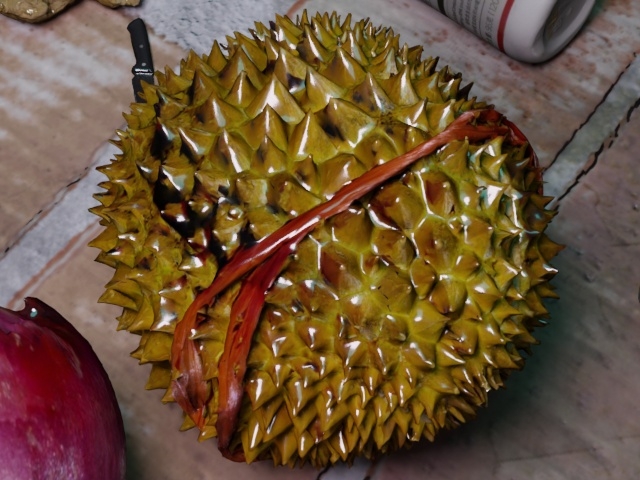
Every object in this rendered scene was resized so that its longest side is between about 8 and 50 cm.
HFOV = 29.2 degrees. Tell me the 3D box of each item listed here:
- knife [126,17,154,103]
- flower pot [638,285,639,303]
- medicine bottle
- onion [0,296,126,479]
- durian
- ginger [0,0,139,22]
[{"bbox_3d":[-0.168,-0.146,1.172,0.023,0.010,0.170,-11,60,-3],"label":"knife"},{"bbox_3d":[0.375,0.003,0.906,0.299,0.299,0.283,35,54,22],"label":"flower pot"},{"bbox_3d":[0.136,-0.278,1.160,0.250,0.131,0.131,37,68,23],"label":"medicine bottle"},{"bbox_3d":[-0.295,0.175,0.791,0.358,0.358,0.345,-23,65,-10],"label":"onion"},{"bbox_3d":[0.004,-0.003,0.909,0.347,0.347,0.384,-32,30,-15],"label":"durian"},{"bbox_3d":[-0.261,-0.249,1.207,0.165,0.067,0.096,6,39,7],"label":"ginger"}]
